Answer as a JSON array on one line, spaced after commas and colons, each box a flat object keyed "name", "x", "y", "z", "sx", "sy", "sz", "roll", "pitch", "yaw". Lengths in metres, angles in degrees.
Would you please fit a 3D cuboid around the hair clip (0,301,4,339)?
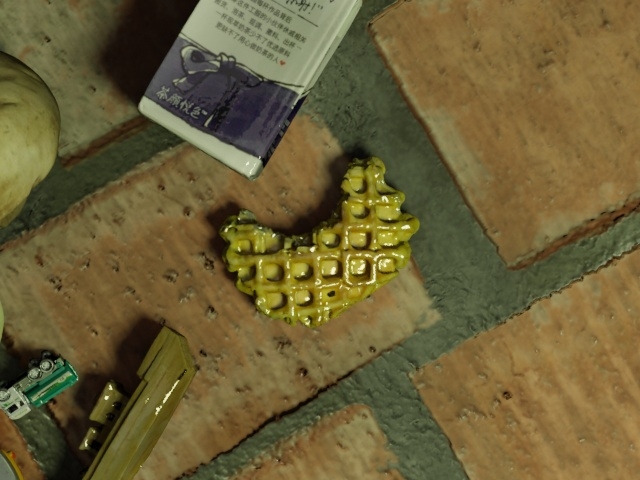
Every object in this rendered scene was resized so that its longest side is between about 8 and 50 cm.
[{"name": "hair clip", "x": -0.393, "y": 0.135, "z": 1.469, "sx": 0.159, "sy": 0.071, "sz": 0.218, "roll": 45, "pitch": 95, "yaw": -1}]

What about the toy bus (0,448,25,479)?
[{"name": "toy bus", "x": -0.380, "y": 0.272, "z": 1.433, "sx": 0.209, "sy": 0.136, "sz": 0.126, "roll": -22, "pitch": 88, "yaw": -1}]

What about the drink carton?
[{"name": "drink carton", "x": -0.066, "y": -0.186, "z": 1.461, "sx": 0.134, "sy": 0.102, "sz": 0.222, "roll": 31, "pitch": 89, "yaw": 2}]

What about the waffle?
[{"name": "waffle", "x": 0.000, "y": 0.000, "z": 1.482, "sx": 0.194, "sy": 0.051, "sz": 0.149, "roll": -35, "pitch": 91, "yaw": 0}]

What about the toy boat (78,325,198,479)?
[{"name": "toy boat", "x": -0.197, "y": 0.179, "z": 1.475, "sx": 0.072, "sy": 0.064, "sz": 0.206, "roll": 32, "pitch": 89, "yaw": 15}]

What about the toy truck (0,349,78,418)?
[{"name": "toy truck", "x": -0.287, "y": 0.146, "z": 1.486, "sx": 0.083, "sy": 0.039, "sz": 0.044, "roll": -34, "pitch": 103, "yaw": -2}]

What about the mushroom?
[{"name": "mushroom", "x": -0.373, "y": -0.084, "z": 1.415, "sx": 0.255, "sy": 0.184, "sz": 0.255, "roll": -7, "pitch": 60, "yaw": 12}]
